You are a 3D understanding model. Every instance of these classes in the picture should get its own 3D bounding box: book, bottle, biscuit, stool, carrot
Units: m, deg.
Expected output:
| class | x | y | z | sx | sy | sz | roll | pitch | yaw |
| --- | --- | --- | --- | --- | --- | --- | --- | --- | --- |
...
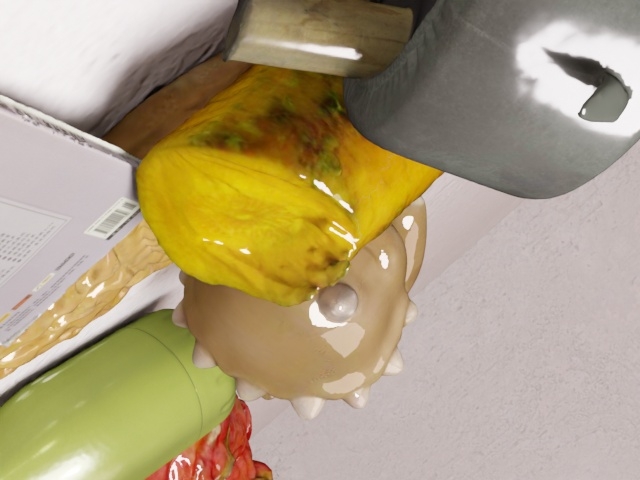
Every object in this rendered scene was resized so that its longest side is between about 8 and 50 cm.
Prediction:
| class | x | y | z | sx | sy | sz | roll | pitch | yaw |
| --- | --- | --- | --- | --- | --- | --- | --- | --- | --- |
| book | -0.147 | -0.003 | 0.429 | 0.127 | 0.014 | 0.181 | -42 | 160 | 9 |
| bottle | -0.186 | 0.151 | 0.784 | 0.260 | 0.112 | 0.112 | -32 | 167 | -42 |
| biscuit | -0.107 | -0.010 | 0.585 | 0.288 | 0.044 | 0.202 | -40 | 171 | -12 |
| stool | 0.046 | -0.109 | 0.385 | 0.228 | 0.139 | 0.153 | -131 | -119 | -71 |
| carrot | 0.048 | -0.089 | 0.521 | 0.302 | 0.114 | 0.114 | -44 | 174 | -30 |

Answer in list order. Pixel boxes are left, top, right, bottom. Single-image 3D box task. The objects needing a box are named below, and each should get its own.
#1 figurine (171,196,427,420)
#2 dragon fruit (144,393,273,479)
| class | x | y | z | sx | sy | sz | roll | pitch | yaw |
| --- | --- | --- | --- | --- | --- | --- | --- | --- | --- |
| figurine | -0.021 | 0.052 | 0.775 | 0.173 | 0.177 | 0.247 | -55 | -175 | -36 |
| dragon fruit | -0.155 | 0.274 | 0.957 | 0.329 | 0.228 | 0.286 | -15 | 155 | -29 |
